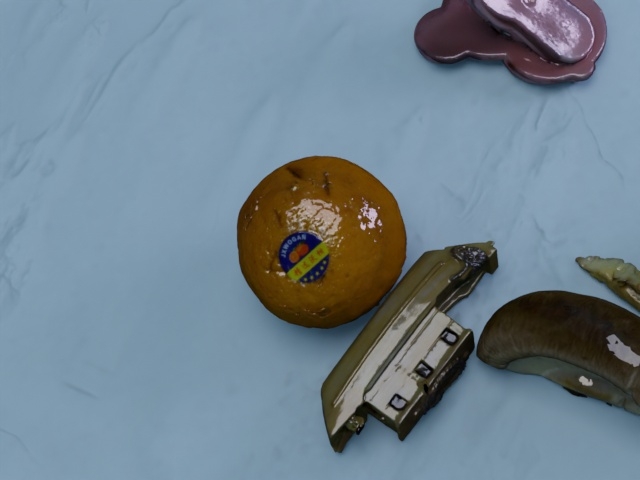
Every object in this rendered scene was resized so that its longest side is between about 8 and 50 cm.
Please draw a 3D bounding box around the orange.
[{"bbox_3d":[0.002,-0.001,1.192,0.135,0.117,0.135,6,108,17],"label":"orange"}]

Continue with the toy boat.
[{"bbox_3d":[0.074,0.082,1.171,0.077,0.057,0.200,33,76,20],"label":"toy boat"}]

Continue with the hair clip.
[{"bbox_3d":[0.166,-0.184,1.289,0.138,0.102,0.123,33,76,-9],"label":"hair clip"}]

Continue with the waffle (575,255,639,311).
[{"bbox_3d":[0.265,0.040,1.110,0.191,0.125,0.032,39,77,23],"label":"waffle"}]

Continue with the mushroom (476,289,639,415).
[{"bbox_3d":[0.214,0.088,1.119,0.210,0.094,0.072,20,75,25],"label":"mushroom"}]
